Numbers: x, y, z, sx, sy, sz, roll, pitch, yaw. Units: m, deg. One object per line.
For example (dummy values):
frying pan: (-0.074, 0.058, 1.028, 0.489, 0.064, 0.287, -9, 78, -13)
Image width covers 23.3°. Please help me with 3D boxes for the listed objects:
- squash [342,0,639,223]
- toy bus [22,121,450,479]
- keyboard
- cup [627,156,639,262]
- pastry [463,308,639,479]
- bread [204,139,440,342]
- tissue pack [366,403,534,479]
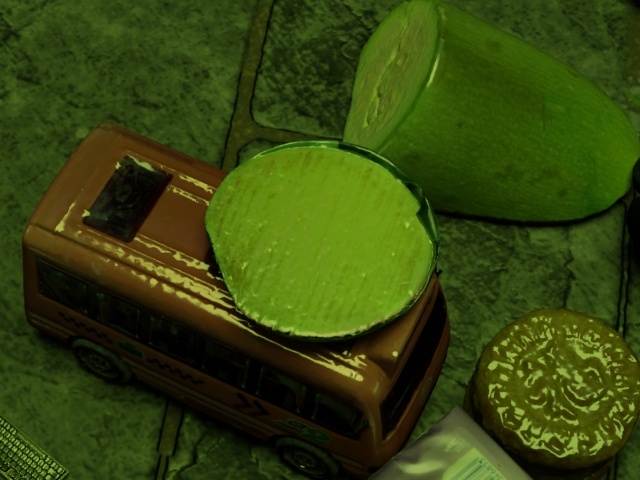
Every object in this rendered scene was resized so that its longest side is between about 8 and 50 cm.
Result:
squash: (0.213, -0.132, 1.826, 0.309, 0.210, 0.234, 26, 54, -23)
toy bus: (-0.082, 0.059, 1.585, 0.426, 0.233, 0.203, 23, 60, 10)
keyboard: (-0.321, 0.215, 1.597, 0.129, 0.015, 0.049, 37, 63, 16)
cup: (0.429, -0.031, 1.734, 0.176, 0.169, 0.223, -31, 49, -13)
pastry: (0.242, 0.169, 1.622, 0.188, 0.103, 0.189, 2, 59, -3)
bread: (0.000, 0.000, 1.476, 0.228, 0.033, 0.228, 2, 58, -3)
tissue pack: (0.157, 0.364, 1.466, 0.242, 0.160, 0.338, -36, 69, -22)
